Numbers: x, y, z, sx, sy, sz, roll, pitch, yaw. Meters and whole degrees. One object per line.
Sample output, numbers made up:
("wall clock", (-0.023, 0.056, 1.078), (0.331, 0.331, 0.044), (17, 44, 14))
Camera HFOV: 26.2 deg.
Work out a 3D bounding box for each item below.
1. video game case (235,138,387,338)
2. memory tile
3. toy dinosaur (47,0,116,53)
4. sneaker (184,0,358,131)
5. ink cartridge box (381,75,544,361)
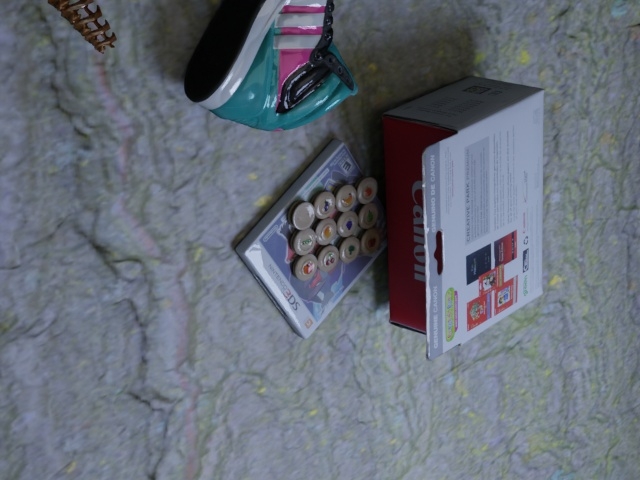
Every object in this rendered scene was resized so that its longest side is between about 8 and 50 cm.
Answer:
("video game case", (0.000, 0.000, 1.789), (0.201, 0.023, 0.183), (-49, 132, -18))
("memory tile", (0.021, -0.016, 1.777), (0.148, 0.012, 0.113), (-22, 119, -34))
("toy dinosaur", (-0.274, -0.326, 1.290), (0.218, 0.164, 0.322), (-17, 100, -50))
("sneaker", (-0.013, -0.248, 1.610), (0.178, 0.124, 0.295), (33, 90, -39))
("ink cartridge box", (0.175, -0.033, 1.841), (0.272, 0.130, 0.309), (-26, 122, -43))
